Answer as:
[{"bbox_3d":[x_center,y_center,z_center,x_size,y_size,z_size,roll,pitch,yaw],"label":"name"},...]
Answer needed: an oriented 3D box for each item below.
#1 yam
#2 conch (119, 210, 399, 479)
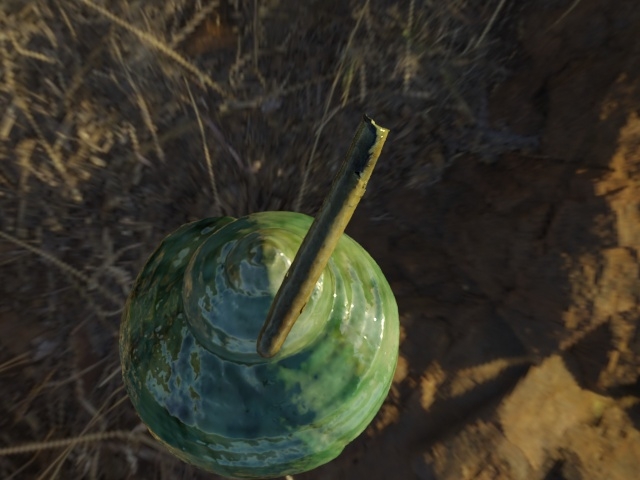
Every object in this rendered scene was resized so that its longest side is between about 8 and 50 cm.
[{"bbox_3d":[0.000,0.000,0.597,0.014,0.014,0.107,25,104,-2],"label":"yam"},{"bbox_3d":[-0.042,0.053,0.871,0.122,0.188,0.176,-2,59,-42],"label":"conch"}]
